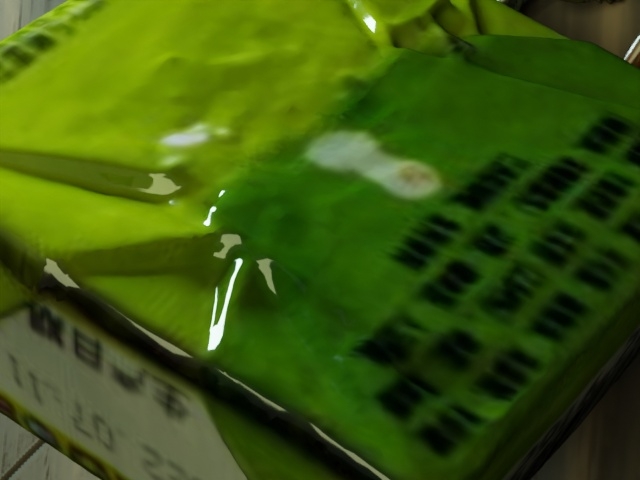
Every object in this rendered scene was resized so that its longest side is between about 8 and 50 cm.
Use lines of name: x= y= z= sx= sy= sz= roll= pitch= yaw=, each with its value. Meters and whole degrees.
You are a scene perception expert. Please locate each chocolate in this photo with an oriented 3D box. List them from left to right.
chocolate: x=0.000 y=0.000 z=0.837 sx=0.288 sy=0.301 sz=0.137 roll=31 pitch=134 yaw=20

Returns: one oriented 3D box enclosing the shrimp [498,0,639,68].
shrimp: x=0.109 y=-0.105 z=0.942 sx=0.178 sy=0.034 sz=0.124 roll=-39 pitch=77 yaw=18
